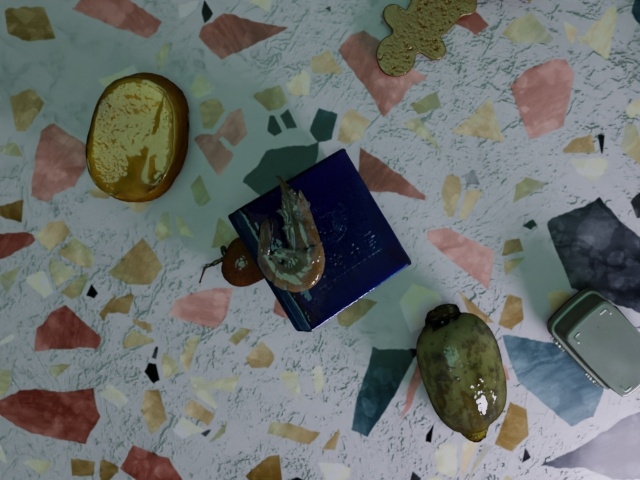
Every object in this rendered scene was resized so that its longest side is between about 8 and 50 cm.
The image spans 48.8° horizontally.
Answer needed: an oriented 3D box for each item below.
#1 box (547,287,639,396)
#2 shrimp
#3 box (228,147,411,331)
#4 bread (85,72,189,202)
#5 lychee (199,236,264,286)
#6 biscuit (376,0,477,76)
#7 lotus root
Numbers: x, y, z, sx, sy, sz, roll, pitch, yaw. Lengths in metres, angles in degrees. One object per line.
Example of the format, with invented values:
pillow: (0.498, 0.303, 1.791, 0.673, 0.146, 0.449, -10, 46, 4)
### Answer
box: (0.592, 0.214, 1.477, 0.148, 0.129, 0.210, -44, 94, 5)
shrimp: (-0.066, -0.011, 1.328, 0.126, 0.047, 0.224, -16, 93, -4)
box: (0.000, 0.000, 1.429, 0.261, 0.116, 0.279, -33, 96, -20)
bread: (-0.371, -0.208, 1.438, 0.195, 0.143, 0.270, 13, 97, -3)
lychee: (-0.172, 0.048, 1.477, 0.140, 0.101, 0.115, 5, 97, -18)
biscuit: (0.205, -0.443, 1.465, 0.158, 0.035, 0.240, 41, 94, -1)
lotus root: (0.303, 0.289, 1.482, 0.173, 0.173, 0.309, -19, 102, 2)
